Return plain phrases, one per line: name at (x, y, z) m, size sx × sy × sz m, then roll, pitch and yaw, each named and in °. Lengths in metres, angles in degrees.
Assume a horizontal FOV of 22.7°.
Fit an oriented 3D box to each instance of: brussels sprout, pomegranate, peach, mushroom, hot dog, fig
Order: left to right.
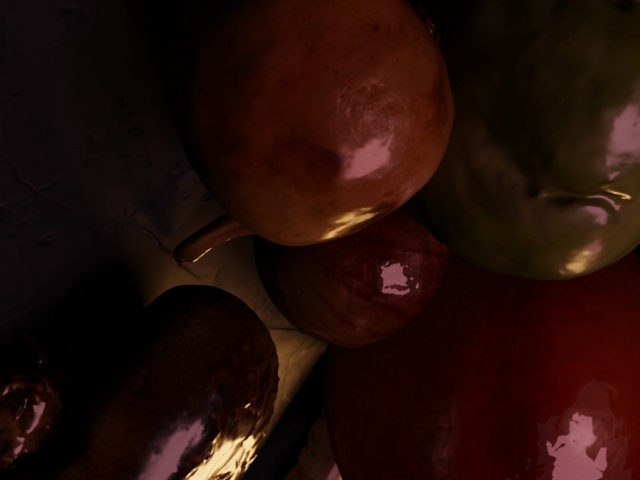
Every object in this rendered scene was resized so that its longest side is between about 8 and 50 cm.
mushroom at (-0.152, 0.166, 1.289) m, size 0.297 × 0.163 × 0.278 m, roll -55°, pitch 152°, yaw 9°
pomegranate at (-0.002, -0.107, 1.135) m, size 0.215 × 0.215 × 0.215 m, roll -35°, pitch 148°, yaw -27°
fig at (0.007, -0.003, 1.345) m, size 0.207 × 0.175 × 0.175 m, roll 30°, pitch 98°, yaw -41°
hot dog at (0.013, 0.252, 1.731) m, size 0.131 × 0.069 × 0.253 m, roll 8°, pitch 114°, yaw -48°
peach at (0.180, 0.168, 1.538) m, size 0.388 × 0.388 × 0.388 m, roll -35°, pitch 148°, yaw -27°
brussels sprout at (0.169, -0.107, 1.254) m, size 0.242 × 0.316 × 0.274 m, roll -23°, pitch 113°, yaw -14°

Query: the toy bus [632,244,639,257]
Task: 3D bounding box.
toy bus at (0.431, 0.003, 2.029) m, size 0.160 × 0.079 × 0.092 m, roll 5°, pitch 120°, yaw -59°
